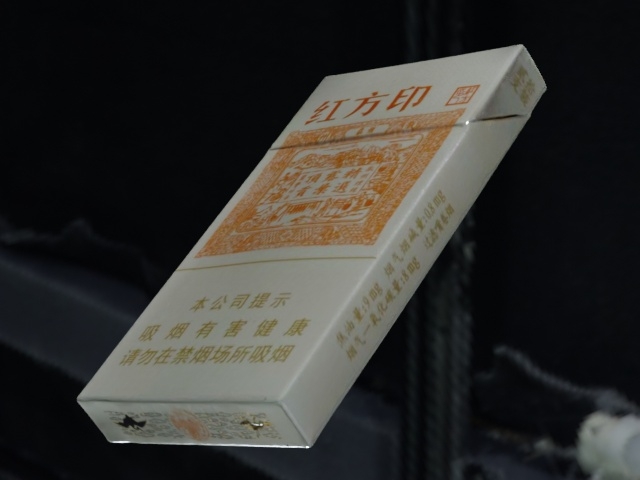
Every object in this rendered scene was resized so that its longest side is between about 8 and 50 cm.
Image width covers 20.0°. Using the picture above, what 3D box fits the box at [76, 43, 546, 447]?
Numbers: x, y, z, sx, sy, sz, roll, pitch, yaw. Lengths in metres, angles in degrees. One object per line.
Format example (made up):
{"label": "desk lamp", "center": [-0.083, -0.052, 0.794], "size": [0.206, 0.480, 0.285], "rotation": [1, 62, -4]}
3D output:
{"label": "box", "center": [0.000, -0.001, 1.297], "size": [0.204, 0.365, 0.051], "rotation": [-5, -52, 44]}
